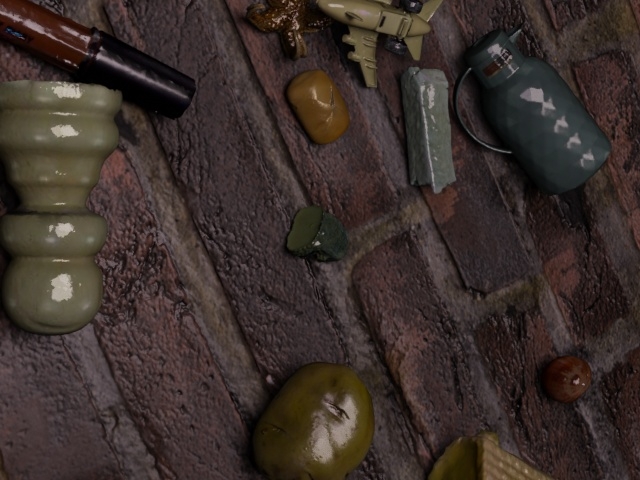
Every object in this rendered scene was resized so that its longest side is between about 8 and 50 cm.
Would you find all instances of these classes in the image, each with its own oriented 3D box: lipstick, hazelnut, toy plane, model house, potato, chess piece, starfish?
[{"bbox_3d":[-0.364,-0.275,1.821,0.418,0.077,0.077,23,73,-26],"label":"lipstick"},{"bbox_3d":[0.414,0.233,2.246,0.086,0.086,0.086,4,83,-31],"label":"hazelnut"},{"bbox_3d":[0.091,-0.343,2.054,0.244,0.092,0.229,1,118,-48],"label":"toy plane"},{"bbox_3d":[0.273,0.429,2.080,0.193,0.175,0.234,31,73,-25],"label":"model house"},{"bbox_3d":[-0.005,0.275,1.946,0.154,0.137,0.200,40,67,-21],"label":"potato"},{"bbox_3d":[-0.352,-0.041,1.762,0.182,0.182,0.330,0,91,-32],"label":"chess piece"},{"bbox_3d":[-0.034,-0.374,2.036,0.146,0.074,0.190,46,64,-21],"label":"starfish"},{"bbox_3d":[0.000,0.000,2.034,0.083,0.066,0.079,40,53,-41],"label":"model house"}]

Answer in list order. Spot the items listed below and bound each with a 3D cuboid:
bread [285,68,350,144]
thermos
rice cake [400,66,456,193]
[{"bbox_3d":[0.002,-0.207,2.051,0.082,0.056,0.115,-35,103,-29],"label":"bread"},{"bbox_3d":[0.336,-0.211,2.221,0.182,0.145,0.286,-40,106,6],"label":"thermos"},{"bbox_3d":[0.175,-0.176,2.151,0.069,0.063,0.206,-7,90,-38],"label":"rice cake"}]
